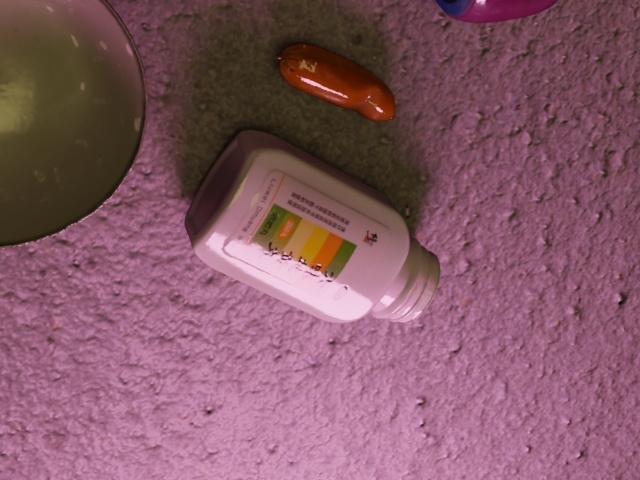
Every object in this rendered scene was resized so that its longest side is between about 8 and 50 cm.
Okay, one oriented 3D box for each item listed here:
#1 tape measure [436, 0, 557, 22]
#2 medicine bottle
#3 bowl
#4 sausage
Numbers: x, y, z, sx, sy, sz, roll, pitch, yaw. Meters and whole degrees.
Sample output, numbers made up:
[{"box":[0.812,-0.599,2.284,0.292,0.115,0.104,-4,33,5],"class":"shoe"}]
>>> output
[{"box":[0.207,-0.367,1.266,0.149,0.245,0.231,-11,101,-13],"class":"tape measure"},{"box":[0.000,0.000,1.444,0.324,0.124,0.179,27,104,-27],"class":"medicine bottle"},{"box":[-0.366,-0.171,1.228,0.337,0.157,0.337,-7,118,-13],"class":"bowl"},{"box":[0.022,-0.200,1.396,0.183,0.054,0.062,19,139,-26],"class":"sausage"}]
